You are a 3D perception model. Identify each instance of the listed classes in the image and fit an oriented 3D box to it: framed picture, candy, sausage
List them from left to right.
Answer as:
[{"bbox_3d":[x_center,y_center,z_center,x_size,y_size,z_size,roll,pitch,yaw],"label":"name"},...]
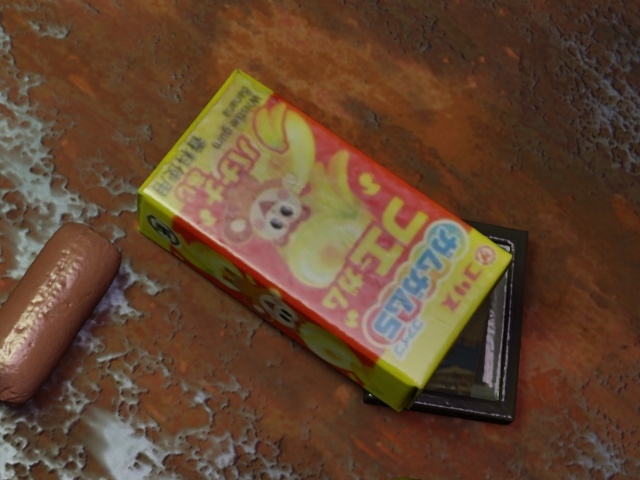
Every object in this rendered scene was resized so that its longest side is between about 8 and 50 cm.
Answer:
[{"bbox_3d":[-0.216,0.058,1.286,0.062,0.062,0.154,32,68,-1],"label":"sausage"},{"bbox_3d":[0.000,0.000,1.323,0.276,0.088,0.146,36,71,6],"label":"candy"},{"bbox_3d":[0.107,0.062,1.379,0.128,0.023,0.168,10,71,-10],"label":"framed picture"}]

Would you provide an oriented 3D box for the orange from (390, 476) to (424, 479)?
[{"bbox_3d":[0.062,0.232,1.284,0.095,0.085,0.085,-30,81,-17],"label":"orange"}]
